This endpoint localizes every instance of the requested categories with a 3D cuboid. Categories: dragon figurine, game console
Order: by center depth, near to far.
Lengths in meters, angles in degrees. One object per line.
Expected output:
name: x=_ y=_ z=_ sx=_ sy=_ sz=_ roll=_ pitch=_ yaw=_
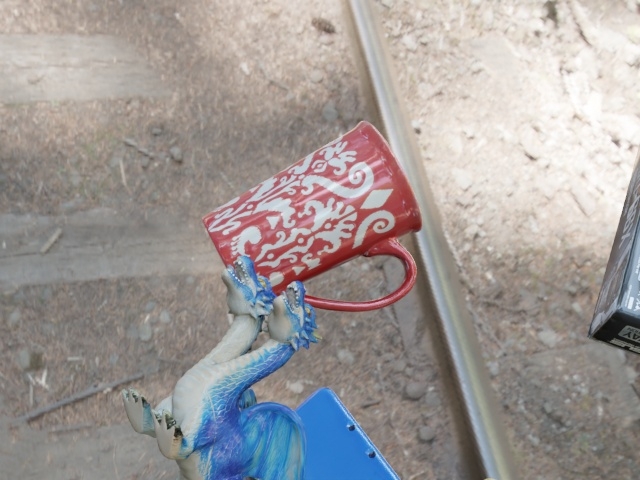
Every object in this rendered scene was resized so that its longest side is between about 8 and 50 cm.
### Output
dragon figurine: x=-0.065 y=0.161 z=0.580 sx=0.144 sy=0.085 sz=0.289 roll=-13 pitch=107 yaw=-39
game console: x=0.002 y=0.424 z=1.189 sx=0.174 sy=0.250 sz=0.293 roll=-15 pitch=30 yaw=-19

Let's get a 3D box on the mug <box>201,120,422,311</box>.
mug: x=-0.003 y=-0.007 z=0.671 sx=0.169 sy=0.113 sz=0.150 roll=-27 pitch=54 yaw=-6

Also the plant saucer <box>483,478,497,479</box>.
plant saucer: x=0.279 y=0.451 z=0.767 sx=0.333 sy=0.081 sz=0.332 roll=30 pitch=54 yaw=-2

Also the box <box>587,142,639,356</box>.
box: x=0.378 y=-0.028 z=0.611 sx=0.243 sy=0.076 sz=0.307 roll=18 pitch=69 yaw=10
